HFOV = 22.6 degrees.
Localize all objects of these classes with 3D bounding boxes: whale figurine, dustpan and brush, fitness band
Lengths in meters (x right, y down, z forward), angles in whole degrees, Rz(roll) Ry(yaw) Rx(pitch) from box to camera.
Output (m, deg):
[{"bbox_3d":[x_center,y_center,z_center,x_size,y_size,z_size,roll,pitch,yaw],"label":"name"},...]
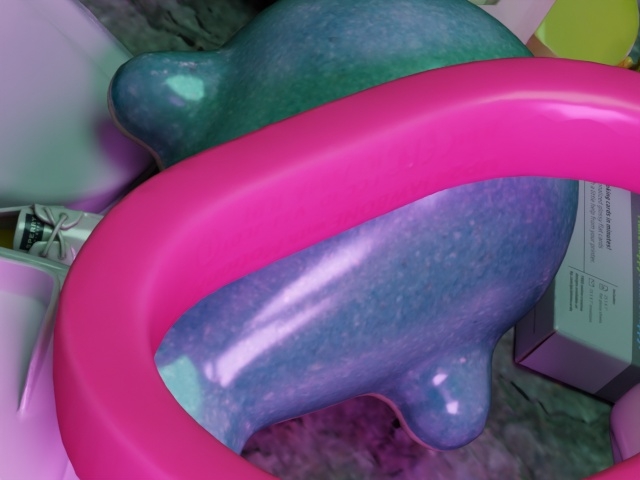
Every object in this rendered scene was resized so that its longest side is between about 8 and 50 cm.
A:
[{"bbox_3d":[0.000,0.000,0.652,0.216,0.141,0.272,48,57,-4],"label":"whale figurine"},{"bbox_3d":[-0.158,-0.032,0.648,0.147,0.060,0.211,45,38,-14],"label":"dustpan and brush"},{"bbox_3d":[0.058,0.025,0.507,0.291,0.054,0.209,-22,45,-34],"label":"fitness band"}]

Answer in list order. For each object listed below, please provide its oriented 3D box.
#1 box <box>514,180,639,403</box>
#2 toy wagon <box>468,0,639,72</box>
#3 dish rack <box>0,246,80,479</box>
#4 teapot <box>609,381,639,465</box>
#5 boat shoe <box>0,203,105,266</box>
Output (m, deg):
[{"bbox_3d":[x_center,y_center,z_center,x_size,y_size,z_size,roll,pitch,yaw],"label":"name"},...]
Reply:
[{"bbox_3d":[0.190,0.030,0.830,0.186,0.038,0.145,24,49,-18],"label":"box"},{"bbox_3d":[0.053,-0.189,0.842,0.344,0.068,0.267,42,59,-13],"label":"toy wagon"},{"bbox_3d":[-0.196,0.089,0.442,0.286,0.072,0.332,13,40,-4],"label":"dish rack"},{"bbox_3d":[0.221,0.150,0.602,0.187,0.252,0.256,-12,26,6],"label":"teapot"},{"bbox_3d":[-0.101,0.002,0.591,0.100,0.035,0.035,3,67,14],"label":"boat shoe"}]
